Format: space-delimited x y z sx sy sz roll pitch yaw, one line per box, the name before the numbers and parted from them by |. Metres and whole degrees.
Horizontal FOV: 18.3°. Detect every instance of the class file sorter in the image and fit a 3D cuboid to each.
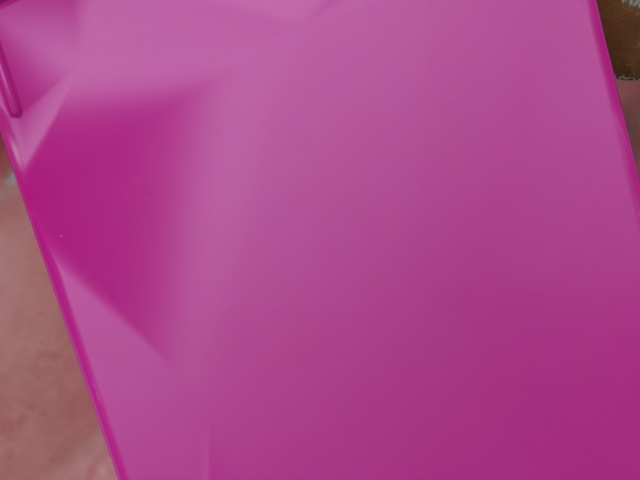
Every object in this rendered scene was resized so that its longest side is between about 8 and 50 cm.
file sorter | 0.000 0.000 0.757 0.202 0.182 0.290 -19 107 -7

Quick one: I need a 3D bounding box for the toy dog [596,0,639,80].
toy dog | 0.149 -0.144 0.770 0.220 0.161 0.333 -27 124 -30
